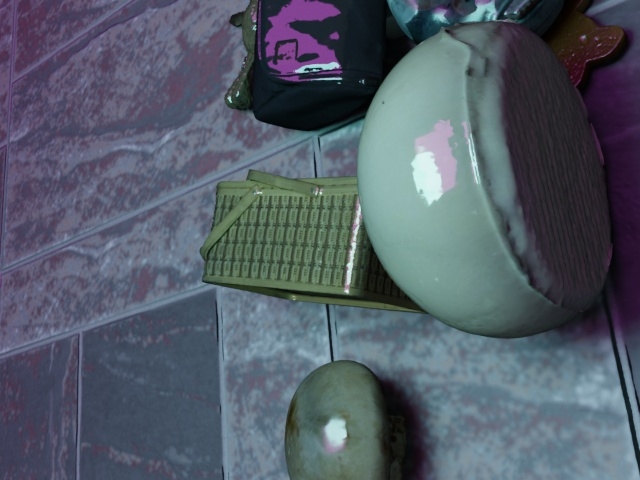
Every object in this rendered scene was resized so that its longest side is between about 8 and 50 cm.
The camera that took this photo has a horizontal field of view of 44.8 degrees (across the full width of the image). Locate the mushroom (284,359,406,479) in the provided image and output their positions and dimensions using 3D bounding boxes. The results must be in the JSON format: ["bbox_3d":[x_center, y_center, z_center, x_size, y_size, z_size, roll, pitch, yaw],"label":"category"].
[{"bbox_3d":[0.040,0.279,1.088,0.226,0.178,0.226,174,90,-77],"label":"mushroom"}]

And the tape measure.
[{"bbox_3d":[0.217,-0.387,1.076,0.256,0.147,0.275,28,92,26],"label":"tape measure"}]

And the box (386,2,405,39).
[{"bbox_3d":[0.160,-0.477,1.265,0.168,0.071,0.259,-13,71,37],"label":"box"}]

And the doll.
[{"bbox_3d":[-0.118,-0.402,1.465,0.202,0.091,0.285,129,150,-60],"label":"doll"}]

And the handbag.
[{"bbox_3d":[-0.017,-0.348,1.254,0.275,0.178,0.301,170,105,-67],"label":"handbag"}]

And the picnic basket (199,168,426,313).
[{"bbox_3d":[0.000,0.000,1.158,0.313,0.228,0.175,2,80,39],"label":"picnic basket"}]

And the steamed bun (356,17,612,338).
[{"bbox_3d":[0.183,-0.063,0.935,0.241,0.374,0.374,-18,67,37],"label":"steamed bun"}]

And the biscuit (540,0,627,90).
[{"bbox_3d":[0.332,-0.299,1.099,0.138,0.031,0.205,-46,54,18],"label":"biscuit"}]
